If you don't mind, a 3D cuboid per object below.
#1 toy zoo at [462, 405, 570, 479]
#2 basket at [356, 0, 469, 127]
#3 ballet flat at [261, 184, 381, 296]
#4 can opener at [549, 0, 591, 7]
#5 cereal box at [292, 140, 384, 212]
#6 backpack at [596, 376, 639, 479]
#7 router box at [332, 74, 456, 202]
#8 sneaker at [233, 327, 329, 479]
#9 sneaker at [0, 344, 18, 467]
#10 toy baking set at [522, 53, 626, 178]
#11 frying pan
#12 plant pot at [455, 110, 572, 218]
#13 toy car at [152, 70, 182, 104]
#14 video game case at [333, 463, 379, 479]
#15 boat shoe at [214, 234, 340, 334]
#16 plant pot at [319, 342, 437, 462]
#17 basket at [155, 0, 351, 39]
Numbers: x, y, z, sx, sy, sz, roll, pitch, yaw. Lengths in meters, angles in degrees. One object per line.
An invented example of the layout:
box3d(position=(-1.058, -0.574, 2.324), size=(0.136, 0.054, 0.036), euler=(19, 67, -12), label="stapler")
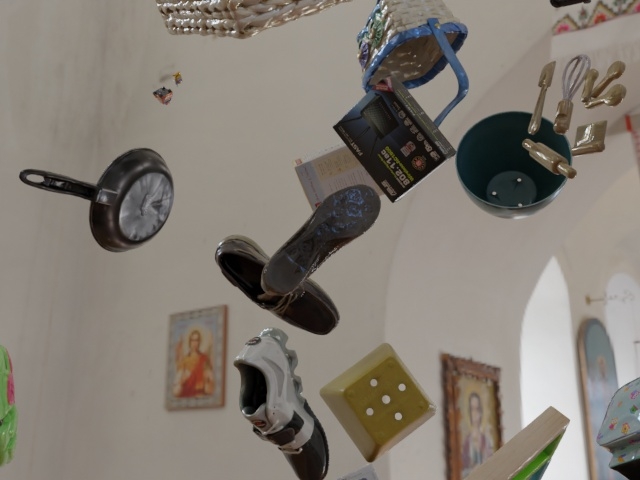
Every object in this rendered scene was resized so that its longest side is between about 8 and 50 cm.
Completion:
box3d(position=(0.188, 0.344, 0.831), size=(0.192, 0.030, 0.293), euler=(-22, -44, -38), label="toy zoo")
box3d(position=(0.197, -0.370, 1.477), size=(0.201, 0.289, 0.255), euler=(-18, -16, -24), label="basket")
box3d(position=(0.000, 0.000, 1.096), size=(0.084, 0.250, 0.058), euler=(45, -25, 1), label="ballet flat")
box3d(position=(0.502, -0.460, 1.253), size=(0.186, 0.059, 0.073), euler=(-11, 17, 0), label="can opener")
box3d(position=(0.069, -0.168, 1.763), size=(0.240, 0.047, 0.173), euler=(-21, -57, 2), label="cereal box")
box3d(position=(0.570, 0.308, 1.177), size=(0.144, 0.188, 0.166), euler=(41, -37, 8), label="backpack")
box3d(position=(0.086, -0.120, 0.827), size=(0.092, 0.122, 0.038), euler=(-41, -5, 36), label="router box")
box3d(position=(-0.092, 0.354, 1.389), size=(0.122, 0.330, 0.146), euler=(-18, 6, 36), label="sneaker")
box3d(position=(-0.590, 0.229, 0.988), size=(0.483, 0.185, 0.202), euler=(1, 6, 38), label="sneaker")
box3d(position=(0.413, -0.210, 1.153), size=(0.030, 0.196, 0.256), euler=(24, 14, -21), label="toy baking set")
box3d(position=(-0.342, -0.095, 1.183), size=(0.053, 0.197, 0.326), euler=(22, -18, 24), label="frying pan")
box3d(position=(0.513, -0.171, 1.871), size=(0.290, 0.290, 0.195), euler=(-4, -26, 12), label="plant pot")
box3d(position=(-0.379, -0.389, 1.803), size=(0.060, 0.122, 0.040), euler=(11, -45, 31), label="toy car")
box3d(position=(0.098, 0.673, 1.797), size=(0.143, 0.157, 0.019), euler=(-23, -42, -3), label="video game case")
box3d(position=(-0.115, 0.127, 1.700), size=(0.355, 0.132, 0.130), euler=(33, 16, -2), label="boat shoe")
box3d(position=(0.142, 0.370, 1.609), size=(0.212, 0.212, 0.187), euler=(-35, -10, -9), label="plant pot")
box3d(position=(-0.089, -0.470, 1.022), size=(0.331, 0.266, 0.328), euler=(-27, 28, -23), label="basket")
